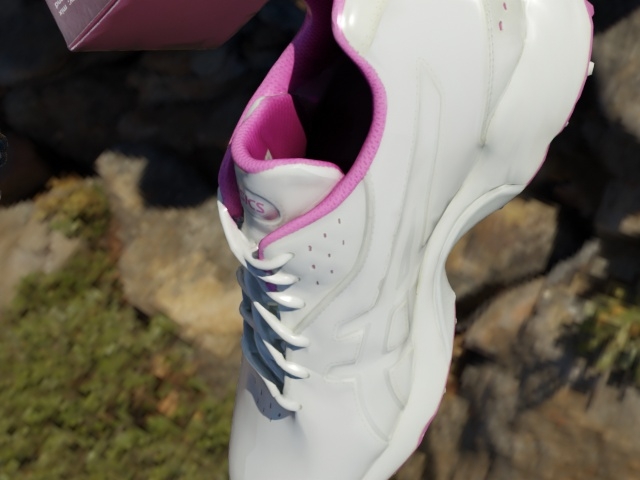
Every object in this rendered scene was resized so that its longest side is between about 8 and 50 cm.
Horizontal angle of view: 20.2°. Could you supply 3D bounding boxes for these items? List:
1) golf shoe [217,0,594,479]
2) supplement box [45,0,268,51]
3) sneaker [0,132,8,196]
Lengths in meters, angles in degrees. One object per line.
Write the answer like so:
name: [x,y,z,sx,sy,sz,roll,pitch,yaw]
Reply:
golf shoe: [0.000,0.000,0.779,0.115,0.140,0.306,44,123,41]
supplement box: [-0.100,-0.188,0.855,0.081,0.104,0.188,-40,70,35]
sneaker: [-0.294,0.019,1.096,0.135,0.276,0.097,22,174,44]
